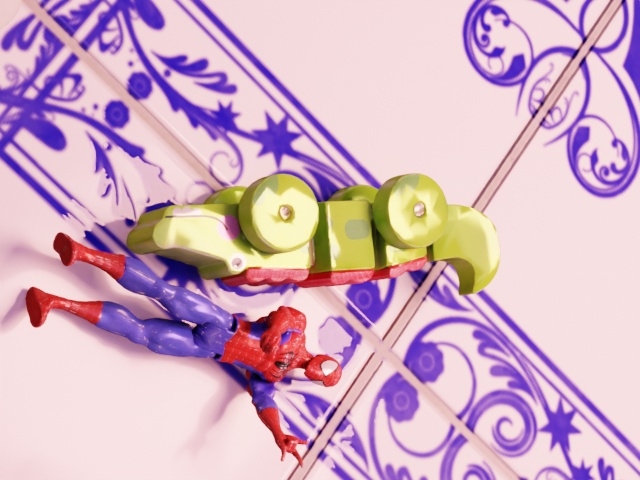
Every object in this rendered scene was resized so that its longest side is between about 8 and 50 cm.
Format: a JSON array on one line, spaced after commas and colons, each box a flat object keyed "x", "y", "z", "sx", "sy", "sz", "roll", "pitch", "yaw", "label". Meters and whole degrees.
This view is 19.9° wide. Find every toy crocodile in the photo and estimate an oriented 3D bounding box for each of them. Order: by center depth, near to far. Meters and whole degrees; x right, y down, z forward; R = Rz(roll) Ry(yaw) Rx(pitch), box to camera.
[{"x": 0.000, "y": 0.000, "z": 1.562, "sx": 0.340, "sy": 0.115, "sz": 0.105, "roll": -1, "pitch": 85, "yaw": -32, "label": "toy crocodile"}]

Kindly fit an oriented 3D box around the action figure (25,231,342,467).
[{"x": -0.089, "y": 0.091, "z": 1.485, "sx": 0.280, "sy": 0.139, "sz": 0.091, "roll": 19, "pitch": 110, "yaw": -31, "label": "action figure"}]

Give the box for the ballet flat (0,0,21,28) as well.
[{"x": -0.294, "y": -0.364, "z": 1.418, "sx": 0.139, "sy": 0.139, "sz": 0.400, "roll": -9, "pitch": 89, "yaw": -32, "label": "ballet flat"}]
